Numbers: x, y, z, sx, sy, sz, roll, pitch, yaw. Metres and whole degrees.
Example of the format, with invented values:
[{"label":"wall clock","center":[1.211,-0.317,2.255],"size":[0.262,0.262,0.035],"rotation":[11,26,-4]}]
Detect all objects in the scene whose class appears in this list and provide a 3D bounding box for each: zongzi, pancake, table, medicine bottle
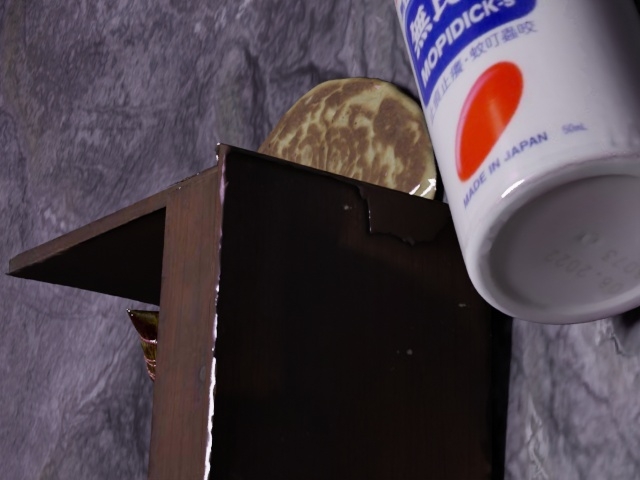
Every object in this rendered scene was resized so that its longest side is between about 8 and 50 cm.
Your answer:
[{"label":"zongzi","center":[-0.099,0.074,1.476],"size":[0.067,0.073,0.083],"rotation":[-131,22,-58]},{"label":"pancake","center":[-0.001,0.000,1.343],"size":[0.250,0.031,0.250],"rotation":[-37,45,48]},{"label":"table","center":[-0.058,0.112,1.171],"size":[0.282,0.196,0.250],"rotation":[-20,63,52]},{"label":"medicine bottle","center":[0.112,-0.120,1.098],"size":[0.130,0.130,0.341],"rotation":[-51,34,36]}]
